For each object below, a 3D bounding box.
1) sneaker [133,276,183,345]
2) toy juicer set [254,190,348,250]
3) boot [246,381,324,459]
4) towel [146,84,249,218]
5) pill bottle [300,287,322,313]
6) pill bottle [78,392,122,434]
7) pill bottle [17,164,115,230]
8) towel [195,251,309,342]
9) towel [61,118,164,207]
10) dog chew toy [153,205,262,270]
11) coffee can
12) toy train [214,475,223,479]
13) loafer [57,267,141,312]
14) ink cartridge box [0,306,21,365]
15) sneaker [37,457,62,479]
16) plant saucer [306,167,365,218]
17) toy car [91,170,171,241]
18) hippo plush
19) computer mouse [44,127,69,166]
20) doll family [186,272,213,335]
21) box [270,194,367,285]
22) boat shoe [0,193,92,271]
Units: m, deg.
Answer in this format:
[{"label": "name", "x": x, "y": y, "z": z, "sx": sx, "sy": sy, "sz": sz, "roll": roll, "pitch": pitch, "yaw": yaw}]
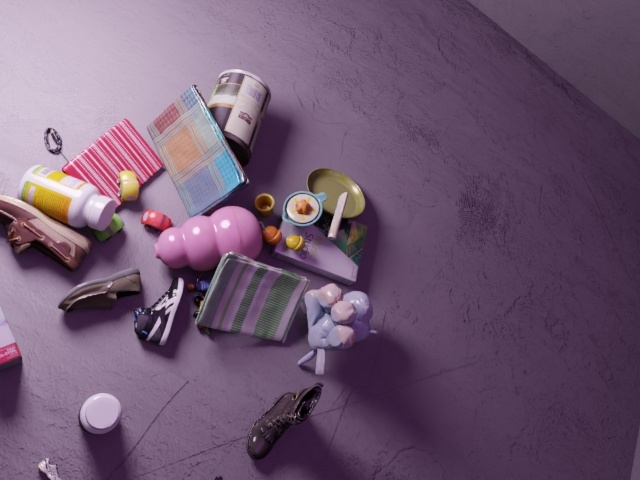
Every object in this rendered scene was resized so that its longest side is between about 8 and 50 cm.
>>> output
[{"label": "sneaker", "x": -0.501, "y": 0.201, "z": 1.782, "sx": 0.121, "sy": 0.079, "sz": 0.217, "roll": 20, "pitch": 67, "yaw": -19}, {"label": "toy juicer set", "x": -0.055, "y": -0.073, "z": 1.984, "sx": 0.329, "sy": 0.089, "sz": 0.209, "roll": -5, "pitch": 65, "yaw": -3}, {"label": "boot", "x": -0.109, "y": 0.539, "z": 1.759, "sx": 0.091, "sy": 0.229, "sz": 0.263, "roll": 40, "pitch": 61, "yaw": -7}, {"label": "towel", "x": -0.409, "y": -0.277, "z": 1.896, "sx": 0.040, "sy": 0.271, "sz": 0.370, "roll": -20, "pitch": 80, "yaw": -59}, {"label": "pill bottle", "x": -0.007, "y": 0.205, "z": 2.015, "sx": 0.120, "sy": 0.067, "sz": 0.067, "roll": -19, "pitch": 81, "yaw": -29}, {"label": "pill bottle", "x": -0.598, "y": 0.471, "z": 1.586, "sx": 0.108, "sy": 0.180, "sz": 0.108, "roll": 8, "pitch": 69, "yaw": -22}, {"label": "pill bottle", "x": -0.740, "y": -0.118, "z": 1.716, "sx": 0.245, "sy": 0.136, "sz": 0.136, "roll": 22, "pitch": 64, "yaw": 1}, {"label": "towel", "x": -0.206, "y": 0.188, "z": 1.854, "sx": 0.324, "sy": 0.038, "sz": 0.248, "roll": 20, "pitch": 94, "yaw": -35}, {"label": "towel", "x": -0.654, "y": -0.232, "z": 1.854, "sx": 0.275, "sy": 0.031, "sz": 0.199, "roll": -50, "pitch": 118, "yaw": -29}, {"label": "dog chew toy", "x": -0.358, "y": 0.006, "z": 1.857, "sx": 0.331, "sy": 0.206, "sz": 0.207, "roll": -11, "pitch": 77, "yaw": -19}, {"label": "coffee can", "x": -0.301, "y": -0.419, "z": 2.018, "sx": 0.201, "sy": 0.201, "sz": 0.275, "roll": 23, "pitch": 64, "yaw": -16}, {"label": "toy train", "x": -0.283, "y": 0.772, "z": 1.709, "sx": 0.027, "sy": 0.036, "sz": 0.158, "roll": -7, "pitch": 76, "yaw": -26}, {"label": "loafer", "x": -0.641, "y": 0.160, "z": 1.723, "sx": 0.251, "sy": 0.094, "sz": 0.087, "roll": -23, "pitch": 79, "yaw": -29}, {"label": "ink cartridge box", "x": -0.870, "y": 0.254, "z": 1.566, "sx": 0.072, "sy": 0.127, "sz": 0.175, "roll": -22, "pitch": 83, "yaw": -30}, {"label": "sneaker", "x": -0.716, "y": 0.620, "z": 1.566, "sx": 0.083, "sy": 0.032, "sz": 0.037, "roll": 47, "pitch": 60, "yaw": -4}, {"label": "plant saucer", "x": 0.052, "y": -0.167, "z": 2.154, "sx": 0.241, "sy": 0.037, "sz": 0.241, "roll": 18, "pitch": 45, "yaw": -19}, {"label": "toy car", "x": -0.605, "y": -0.077, "z": 1.820, "sx": 0.225, "sy": 0.053, "sz": 0.239, "roll": -43, "pitch": 106, "yaw": -29}, {"label": "hippo plush", "x": 0.092, "y": 0.282, "z": 1.915, "sx": 0.236, "sy": 0.234, "sz": 0.294, "roll": 0, "pitch": 96, "yaw": -38}, {"label": "computer mouse", "x": -0.790, "y": -0.256, "z": 1.830, "sx": 0.071, "sy": 0.041, "sz": 0.242, "roll": -36, "pitch": 89, "yaw": -29}, {"label": "doll family", "x": -0.363, "y": 0.200, "z": 1.854, "sx": 0.111, "sy": 0.076, "sz": 0.193, "roll": -7, "pitch": 70, "yaw": -22}, {"label": "box", "x": 0.000, "y": 0.000, "z": 2.095, "sx": 0.322, "sy": 0.058, "sz": 0.232, "roll": 21, "pitch": 65, "yaw": -17}, {"label": "boat shoe", "x": -0.843, "y": -0.019, "z": 1.682, "sx": 0.342, "sy": 0.123, "sz": 0.123, "roll": 32, "pitch": 61, "yaw": -19}]
